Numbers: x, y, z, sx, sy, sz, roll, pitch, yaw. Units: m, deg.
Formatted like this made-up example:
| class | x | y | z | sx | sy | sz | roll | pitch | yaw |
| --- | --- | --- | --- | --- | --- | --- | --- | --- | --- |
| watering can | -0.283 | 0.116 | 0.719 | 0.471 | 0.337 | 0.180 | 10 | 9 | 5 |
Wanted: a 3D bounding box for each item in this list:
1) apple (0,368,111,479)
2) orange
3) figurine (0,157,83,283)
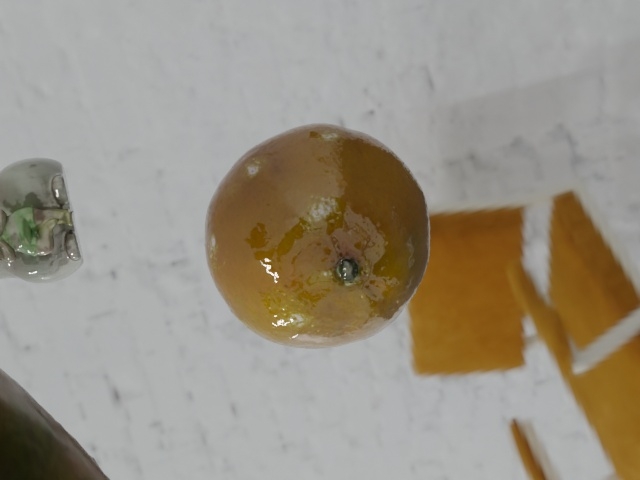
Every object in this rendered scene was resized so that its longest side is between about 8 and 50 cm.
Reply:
| class | x | y | z | sx | sy | sz | roll | pitch | yaw |
| --- | --- | --- | --- | --- | --- | --- | --- | --- | --- |
| apple | -0.141 | 0.163 | 0.377 | 0.309 | 0.250 | 0.277 | 51 | 179 | 9 |
| orange | 0.000 | 0.000 | 1.005 | 0.124 | 0.156 | 0.156 | -123 | 17 | -59 |
| figurine | -0.210 | -0.007 | 0.830 | 0.098 | 0.146 | 0.081 | 112 | 147 | -73 |
